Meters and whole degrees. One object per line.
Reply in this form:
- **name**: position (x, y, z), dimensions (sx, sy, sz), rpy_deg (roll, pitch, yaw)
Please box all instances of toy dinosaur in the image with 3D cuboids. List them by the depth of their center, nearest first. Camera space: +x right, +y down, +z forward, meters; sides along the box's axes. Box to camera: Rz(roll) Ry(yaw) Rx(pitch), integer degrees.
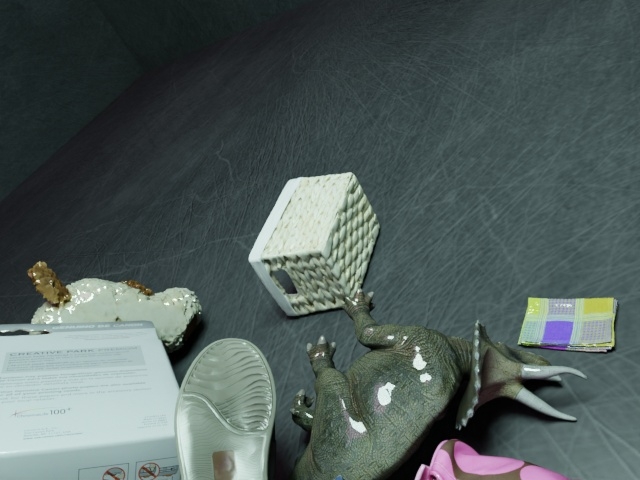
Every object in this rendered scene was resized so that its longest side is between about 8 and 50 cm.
- **toy dinosaur**: position (0.044, 0.143, 0.496), dimensions (0.314, 0.121, 0.160), rpy_deg (-32, 25, -4)

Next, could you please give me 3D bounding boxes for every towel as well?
- **towel**: position (0.229, 0.075, 0.527), dimensions (0.083, 0.009, 0.060), rpy_deg (-4, 43, 38)

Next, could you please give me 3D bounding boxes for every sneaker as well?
- **sneaker**: position (-0.081, 0.201, 0.481), dimensions (0.083, 0.118, 0.222), rpy_deg (2, 49, -9)

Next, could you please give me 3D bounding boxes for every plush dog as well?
- **plush dog**: position (-0.331, 0.133, 0.807), dimensions (0.262, 0.210, 0.225), rpy_deg (-49, 9, -27)

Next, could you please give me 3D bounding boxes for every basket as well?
- **basket**: position (0.000, 0.000, 0.738), dimensions (0.103, 0.113, 0.167), rpy_deg (-10, 38, 29)

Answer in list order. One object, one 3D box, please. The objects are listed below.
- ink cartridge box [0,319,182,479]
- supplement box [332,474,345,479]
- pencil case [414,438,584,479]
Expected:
- **ink cartridge box**: position (-0.307, 0.189, 0.569), dimensions (0.310, 0.130, 0.272), rpy_deg (2, 14, -24)
- **supplement box**: position (0.025, 0.237, 0.415), dimensions (0.056, 0.083, 0.083), rpy_deg (-35, 31, -3)
- **pencil case**: position (0.164, 0.183, 0.351), dimensions (0.209, 0.098, 0.095), rpy_deg (-4, 47, 38)
